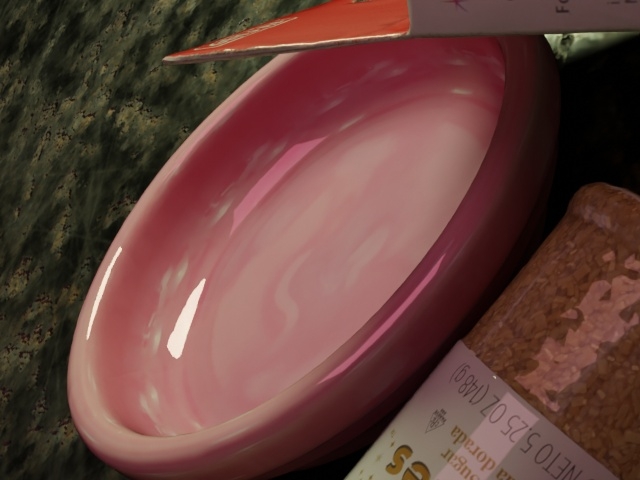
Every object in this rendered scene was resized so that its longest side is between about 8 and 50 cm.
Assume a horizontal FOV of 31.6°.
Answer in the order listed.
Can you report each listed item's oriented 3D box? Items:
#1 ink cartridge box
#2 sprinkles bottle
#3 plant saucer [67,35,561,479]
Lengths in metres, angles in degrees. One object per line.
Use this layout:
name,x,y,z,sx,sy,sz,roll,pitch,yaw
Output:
ink cartridge box,0.112,-0.147,0.506,0.261,0.066,0.296,3,22,34
sprinkles bottle,0.047,0.145,0.474,0.355,0.121,0.121,-51,38,2
plant saucer,0.000,0.000,0.635,0.332,0.084,0.332,-33,33,24
